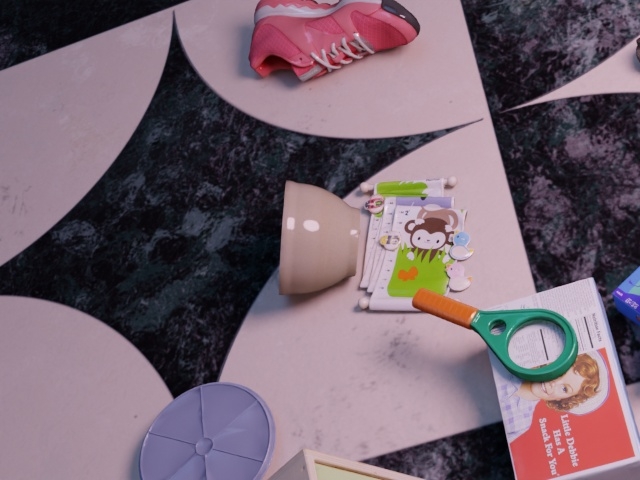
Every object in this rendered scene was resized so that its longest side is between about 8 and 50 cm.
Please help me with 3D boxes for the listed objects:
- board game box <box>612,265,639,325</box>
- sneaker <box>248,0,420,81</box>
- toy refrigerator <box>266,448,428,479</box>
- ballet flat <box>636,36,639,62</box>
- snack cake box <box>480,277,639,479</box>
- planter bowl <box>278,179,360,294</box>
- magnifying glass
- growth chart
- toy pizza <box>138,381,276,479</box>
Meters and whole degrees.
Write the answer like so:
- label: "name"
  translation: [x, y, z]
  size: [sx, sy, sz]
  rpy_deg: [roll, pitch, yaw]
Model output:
- label: "board game box"
  translation: [0.495, 0.048, 1.667]
  size: [0.210, 0.047, 0.160]
  rpy_deg: [-42, 50, -9]
- label: "sneaker"
  translation: [0.017, -0.311, 2.136]
  size: [0.314, 0.116, 0.136]
  rpy_deg: [4, 68, 35]
- label: "toy refrigerator"
  translation: [0.072, 0.322, 1.511]
  size: [0.094, 0.269, 0.102]
  rpy_deg: [-45, 41, 31]
- label: "ballet flat"
  translation: [0.570, -0.285, 1.880]
  size: [0.250, 0.058, 0.084]
  rpy_deg: [-14, 16, 9]
- label: "snack cake box"
  translation: [0.297, 0.190, 1.629]
  size: [0.152, 0.089, 0.264]
  rpy_deg: [-17, 50, 13]
- label: "planter bowl"
  translation: [0.000, 0.000, 1.879]
  size: [0.109, 0.162, 0.162]
  rpy_deg: [4, 55, -1]
- label: "magnifying glass"
  translation: [0.213, 0.107, 1.657]
  size: [0.231, 0.026, 0.092]
  rpy_deg: [22, 68, 34]
- label: "growth chart"
  translation: [0.132, 0.004, 1.890]
  size: [0.172, 0.021, 0.237]
  rpy_deg: [-8, 54, 18]
- label: "toy pizza"
  translation: [-0.151, 0.284, 1.807]
  size: [0.201, 0.032, 0.201]
  rpy_deg: [-12, 52, 16]
